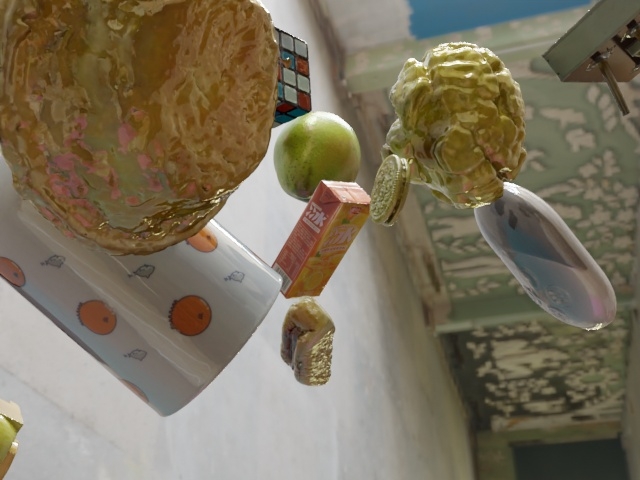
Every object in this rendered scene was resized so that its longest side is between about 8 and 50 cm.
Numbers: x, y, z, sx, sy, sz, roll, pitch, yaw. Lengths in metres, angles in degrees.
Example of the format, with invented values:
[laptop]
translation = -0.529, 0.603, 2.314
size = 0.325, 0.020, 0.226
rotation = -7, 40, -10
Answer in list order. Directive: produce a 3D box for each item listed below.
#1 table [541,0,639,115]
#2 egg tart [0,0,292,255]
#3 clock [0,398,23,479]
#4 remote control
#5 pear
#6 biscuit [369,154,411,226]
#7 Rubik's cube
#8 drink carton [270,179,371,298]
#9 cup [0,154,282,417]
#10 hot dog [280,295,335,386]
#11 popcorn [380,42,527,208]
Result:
[table]
translation = 0.379, -0.214, 0.967
size = 0.240, 0.121, 0.111
rotation = -14, 66, -51
[egg tart]
translation = -0.126, -0.130, 0.701
size = 0.319, 0.128, 0.319
rotation = -23, 120, -47
[clock]
translation = -0.657, 0.376, 1.341
size = 0.317, 0.244, 0.200
rotation = -59, -162, -2
[remote control]
translation = 0.397, 0.029, 1.479
size = 0.332, 0.103, 0.221
rotation = 51, -15, -8
[pear]
translation = -0.010, -0.161, 1.710
size = 0.220, 0.187, 0.188
rotation = -82, 158, -46
[biscuit]
translation = 0.082, -0.059, 0.977
size = 0.084, 0.023, 0.084
rotation = -166, -90, -75
[Rubik's cube]
translation = -0.125, -0.315, 1.607
size = 0.154, 0.151, 0.155
rotation = 15, 66, -46
[drink carton]
translation = 0.000, 0.000, 1.488
size = 0.096, 0.223, 0.071
rotation = -1, 40, -46
[cup]
translation = -0.227, 0.016, 0.941
size = 0.317, 0.212, 0.212
rotation = 43, 24, -11
[hot dog]
translation = -0.028, 0.187, 1.442
size = 0.084, 0.073, 0.243
rotation = 49, -24, 26
[popcorn]
translation = 0.187, -0.159, 1.166
size = 0.226, 0.200, 0.203
rotation = 46, -11, -5
